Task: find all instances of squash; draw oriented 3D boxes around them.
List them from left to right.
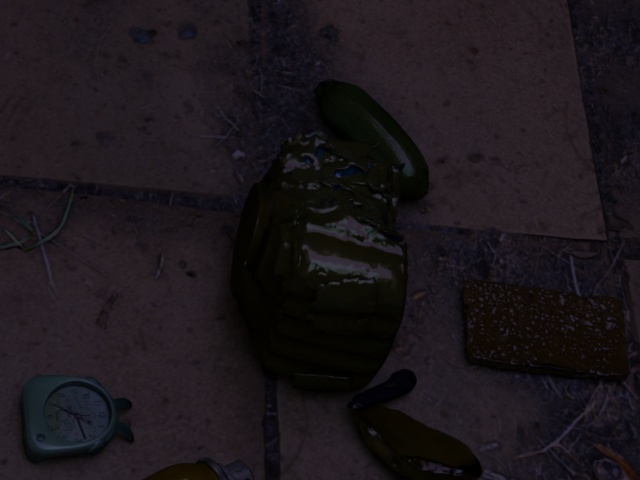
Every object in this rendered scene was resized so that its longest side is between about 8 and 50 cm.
[{"bbox_3d":[0.073,-0.143,2.205,0.068,0.077,0.219,-29,68,-39],"label":"squash"}]

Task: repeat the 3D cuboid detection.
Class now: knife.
[{"bbox_3d":[0.077,0.188,2.007,0.121,0.018,0.031,-16,52,-44],"label":"knife"}]

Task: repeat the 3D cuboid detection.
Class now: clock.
[{"bbox_3d":[-0.284,0.210,1.892,0.135,0.041,0.101,1,57,-17],"label":"clock"}]

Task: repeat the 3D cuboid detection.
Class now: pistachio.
[{"bbox_3d":[0.113,0.263,1.970,0.173,0.049,0.089,26,31,13],"label":"pistachio"}]

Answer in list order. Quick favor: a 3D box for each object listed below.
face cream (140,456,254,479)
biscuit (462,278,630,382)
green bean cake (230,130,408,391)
[{"bbox_3d":[-0.224,0.338,1.789,0.349,0.105,0.105,-25,68,-29],"label":"face cream"},{"bbox_3d":[0.297,0.120,2.132,0.231,0.025,0.131,9,55,-11],"label":"biscuit"},{"bbox_3d":[0.000,0.000,1.966,0.202,0.285,0.310,8,55,-6],"label":"green bean cake"}]
